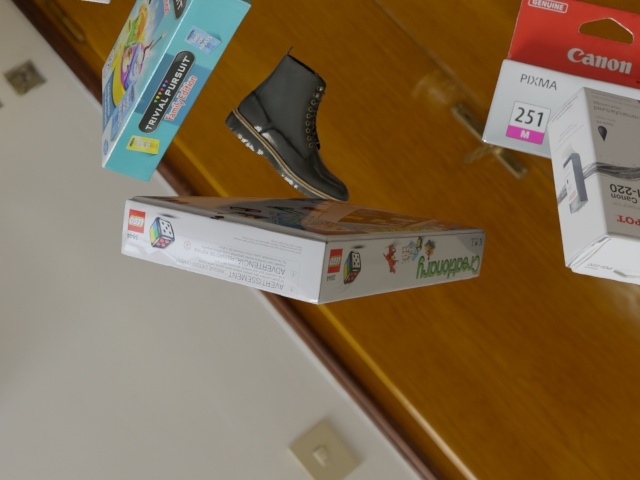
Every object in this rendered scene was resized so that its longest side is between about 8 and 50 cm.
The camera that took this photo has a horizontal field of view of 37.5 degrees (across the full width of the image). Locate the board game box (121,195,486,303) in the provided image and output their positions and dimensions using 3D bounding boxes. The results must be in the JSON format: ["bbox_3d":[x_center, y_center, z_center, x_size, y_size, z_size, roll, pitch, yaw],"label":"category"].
[{"bbox_3d":[0.000,0.000,0.840,0.305,0.193,0.053,-3,103,-58],"label":"board game box"}]

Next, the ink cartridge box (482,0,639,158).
[{"bbox_3d":[0.401,-0.228,1.382,0.060,0.275,0.238,-21,125,-78],"label":"ink cartridge box"}]

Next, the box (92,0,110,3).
[{"bbox_3d":[-0.366,-0.291,0.921,0.324,0.063,0.067,2,114,-22],"label":"box"}]

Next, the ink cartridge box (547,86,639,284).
[{"bbox_3d":[0.375,-0.064,1.148,0.159,0.217,0.092,10,151,-16],"label":"ink cartridge box"}]

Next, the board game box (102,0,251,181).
[{"bbox_3d":[-0.227,-0.296,1.396,0.079,0.253,0.336,17,128,-27],"label":"board game box"}]

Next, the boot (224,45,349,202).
[{"bbox_3d":[-0.012,-0.147,1.251,0.137,0.198,0.077,-50,-175,14],"label":"boot"}]
